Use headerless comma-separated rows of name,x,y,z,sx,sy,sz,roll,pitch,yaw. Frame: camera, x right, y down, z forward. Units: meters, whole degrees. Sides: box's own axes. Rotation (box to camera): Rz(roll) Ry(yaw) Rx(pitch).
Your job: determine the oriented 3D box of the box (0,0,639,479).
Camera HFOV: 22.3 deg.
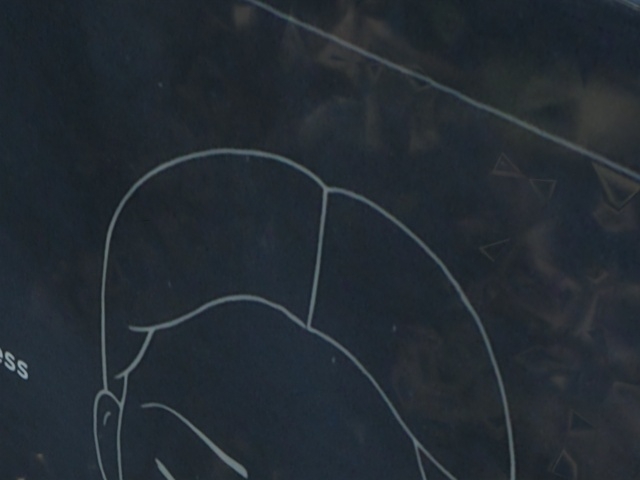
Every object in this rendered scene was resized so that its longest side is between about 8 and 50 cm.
box,0.000,0.000,0.720,0.480,0.472,0.297,28,40,26
